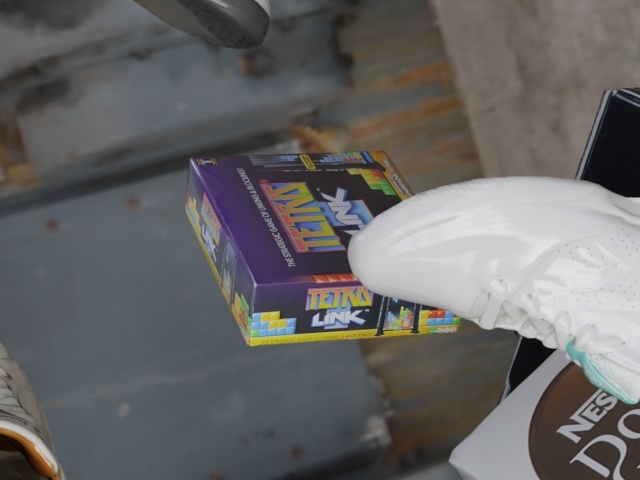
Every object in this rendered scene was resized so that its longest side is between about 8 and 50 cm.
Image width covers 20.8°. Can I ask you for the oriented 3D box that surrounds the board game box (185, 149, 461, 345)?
[{"bbox_3d":[0.000,0.000,1.132,0.170,0.141,0.048,-121,34,-55],"label":"board game box"}]

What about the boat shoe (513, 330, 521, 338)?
[{"bbox_3d":[0.212,0.032,2.148,0.206,0.065,0.075,52,180,-8],"label":"boat shoe"}]

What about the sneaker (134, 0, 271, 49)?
[{"bbox_3d":[-0.096,-0.224,1.102,0.270,0.145,0.090,30,171,43],"label":"sneaker"}]

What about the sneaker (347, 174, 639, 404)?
[{"bbox_3d":[0.119,0.028,0.778,0.080,0.212,0.094,111,159,-66],"label":"sneaker"}]

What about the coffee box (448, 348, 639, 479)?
[{"bbox_3d":[0.340,0.178,0.981,0.334,0.338,0.338,31,157,50],"label":"coffee box"}]

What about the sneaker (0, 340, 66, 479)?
[{"bbox_3d":[-0.191,0.119,1.015,0.290,0.106,0.123,-116,38,-46],"label":"sneaker"}]

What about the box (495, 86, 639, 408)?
[{"bbox_3d":[0.432,0.112,1.666,0.297,0.472,0.479,30,114,33],"label":"box"}]
